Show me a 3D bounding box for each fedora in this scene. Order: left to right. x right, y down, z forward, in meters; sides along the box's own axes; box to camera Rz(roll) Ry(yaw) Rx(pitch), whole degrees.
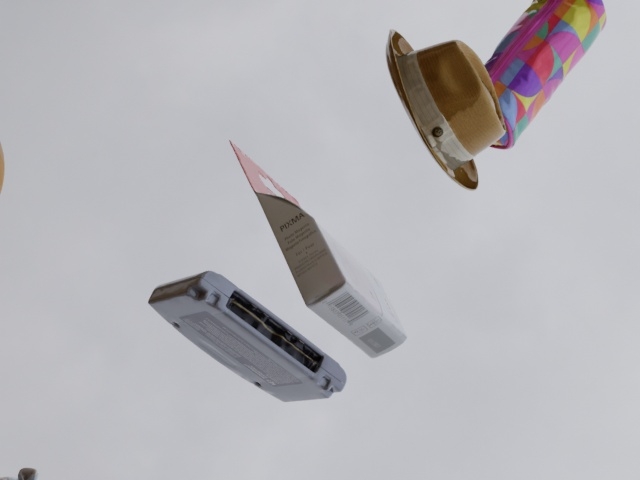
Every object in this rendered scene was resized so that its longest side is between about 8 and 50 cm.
[{"bbox_3d":[0.142,-0.149,1.389,0.079,0.194,0.194,-27,-131,18],"label":"fedora"}]

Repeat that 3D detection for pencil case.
[{"bbox_3d":[0.254,-0.221,1.602,0.236,0.104,0.104,-54,-155,-20],"label":"pencil case"}]

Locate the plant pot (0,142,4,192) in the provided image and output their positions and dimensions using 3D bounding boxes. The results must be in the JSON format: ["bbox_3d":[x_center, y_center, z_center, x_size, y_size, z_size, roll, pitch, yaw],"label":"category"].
[{"bbox_3d":[-0.594,-0.108,1.892,0.205,0.188,0.205,-2,-96,24],"label":"plant pot"}]

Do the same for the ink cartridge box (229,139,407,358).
[{"bbox_3d":[0.000,0.000,1.444,0.066,0.189,0.232,-28,-121,12],"label":"ink cartridge box"}]

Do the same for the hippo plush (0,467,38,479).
[{"bbox_3d":[-0.467,0.486,2.197,0.234,0.294,0.236,-33,-110,2],"label":"hippo plush"}]

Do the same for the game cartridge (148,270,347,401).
[{"bbox_3d":[-0.119,0.152,2.047,0.196,0.294,0.060,-19,-142,53],"label":"game cartridge"}]
